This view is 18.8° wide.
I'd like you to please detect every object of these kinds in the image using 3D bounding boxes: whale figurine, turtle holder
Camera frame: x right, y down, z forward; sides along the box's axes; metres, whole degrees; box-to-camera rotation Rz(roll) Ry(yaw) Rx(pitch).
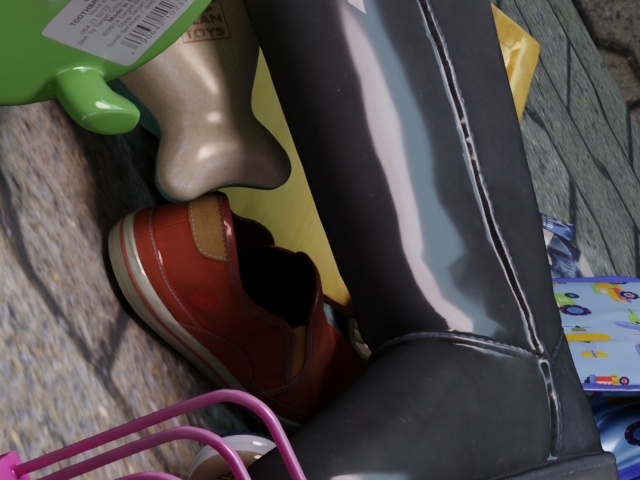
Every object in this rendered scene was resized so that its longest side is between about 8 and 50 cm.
[{"bbox_3d":[-0.116,-0.141,1.415,0.216,0.141,0.272,-11,70,-31],"label":"whale figurine"},{"bbox_3d":[-0.216,-0.211,1.188,0.320,0.243,0.227,-11,56,-31],"label":"turtle holder"}]

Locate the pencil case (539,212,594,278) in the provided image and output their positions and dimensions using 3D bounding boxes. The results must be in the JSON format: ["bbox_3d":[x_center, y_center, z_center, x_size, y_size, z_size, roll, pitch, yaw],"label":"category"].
[{"bbox_3d":[0.200,0.149,1.734,0.410,0.184,0.160,-95,-177,-54],"label":"pencil case"}]

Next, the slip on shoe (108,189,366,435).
[{"bbox_3d":[-0.036,0.061,1.483,0.331,0.101,0.123,44,27,-51],"label":"slip on shoe"}]

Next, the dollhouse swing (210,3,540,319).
[{"bbox_3d":[-0.036,-0.146,1.690,0.347,0.305,0.315,31,-1,-39],"label":"dollhouse swing"}]

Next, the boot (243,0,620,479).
[{"bbox_3d":[0.025,-0.018,1.284,0.367,0.146,0.445,0,75,-55],"label":"boot"}]

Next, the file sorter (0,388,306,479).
[{"bbox_3d":[-0.110,0.217,0.977,0.202,0.182,0.291,65,19,-6],"label":"file sorter"}]

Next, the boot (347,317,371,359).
[{"bbox_3d":[0.086,0.004,1.847,0.090,0.248,0.207,30,-8,-8],"label":"boot"}]

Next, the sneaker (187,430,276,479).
[{"bbox_3d":[-0.015,0.178,1.402,0.282,0.099,0.153,52,25,-45],"label":"sneaker"}]

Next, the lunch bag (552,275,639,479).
[{"bbox_3d":[0.194,0.104,1.539,0.221,0.293,0.138,-110,-169,-68],"label":"lunch bag"}]
